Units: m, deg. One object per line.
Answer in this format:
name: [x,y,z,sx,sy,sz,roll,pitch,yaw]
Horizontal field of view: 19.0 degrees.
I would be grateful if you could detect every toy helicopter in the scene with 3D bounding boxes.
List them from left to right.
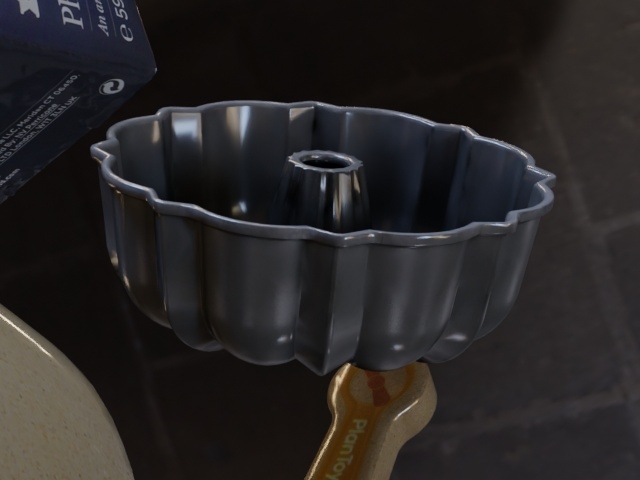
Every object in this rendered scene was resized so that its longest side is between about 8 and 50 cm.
toy helicopter: [0.017,0.211,1.363,0.235,0.355,0.140,-2,133,29]

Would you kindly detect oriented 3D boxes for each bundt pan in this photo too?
bundt pan: [0.000,0.000,1.366,0.330,0.330,0.124,19,114,38]

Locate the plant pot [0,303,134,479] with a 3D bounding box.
plant pot: [-0.161,0.103,0.544,0.284,0.191,0.284,9,101,58]

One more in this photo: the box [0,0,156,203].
box: [-0.277,-0.186,0.986,0.182,0.294,0.296,-35,64,33]
